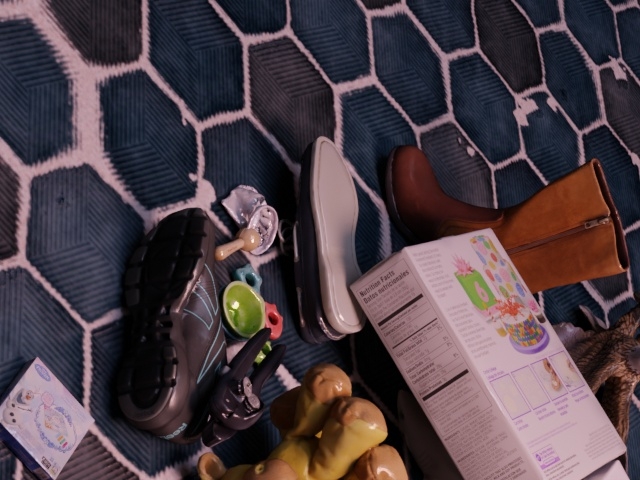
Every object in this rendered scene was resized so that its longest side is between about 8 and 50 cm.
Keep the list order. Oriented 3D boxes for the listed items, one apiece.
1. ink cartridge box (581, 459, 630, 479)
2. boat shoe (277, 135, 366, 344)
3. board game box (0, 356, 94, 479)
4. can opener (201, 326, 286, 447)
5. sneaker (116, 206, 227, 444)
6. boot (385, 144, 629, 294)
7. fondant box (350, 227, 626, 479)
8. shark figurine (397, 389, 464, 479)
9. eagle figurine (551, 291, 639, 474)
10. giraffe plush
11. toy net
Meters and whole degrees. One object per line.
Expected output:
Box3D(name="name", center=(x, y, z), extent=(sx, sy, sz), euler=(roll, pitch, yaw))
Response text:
Box3D(name="ink cartridge box", center=(0.342, 0.514, 2.079), extent=(0.285, 0.166, 0.395), euler=(-37, 99, -51))
Box3D(name="boat shoe", center=(0.000, 0.000, 2.036), extent=(0.095, 0.079, 0.254), euler=(13, 63, -49))
Box3D(name="board game box", center=(-0.273, 0.175, 1.654), extent=(0.090, 0.020, 0.090), euler=(51, 39, -17))
Box3D(name="can opener", center=(-0.080, 0.144, 1.790), extent=(0.059, 0.073, 0.186), euler=(54, 30, -16))
Box3D(name="sneaker", center=(-0.151, 0.092, 1.807), extent=(0.106, 0.101, 0.267), euler=(43, 46, -47))
Box3D(name="boot", center=(0.233, -0.041, 2.170), extent=(0.096, 0.280, 0.264), euler=(-4, 73, -51))
Box3D(name="fondant box", center=(0.205, 0.155, 2.024), extent=(0.238, 0.096, 0.330), euler=(-12, 69, -59))
Box3D(name="shark figurine", center=(0.218, 0.281, 2.112), extent=(0.278, 0.116, 0.166), euler=(18, 58, -42))
Box3D(name="eagle figurine", center=(0.406, 0.193, 2.365), extent=(0.226, 0.225, 0.298), euler=(32, 68, 22))
Box3D(name="giraffe plush", center=(-0.037, 0.254, 1.790), extent=(0.170, 0.210, 0.181), euler=(-21, 57, -37))
Box3D(name="toy net", center=(-0.072, 0.031, 1.959), extent=(0.122, 0.045, 0.232), euler=(35, 46, -33))
